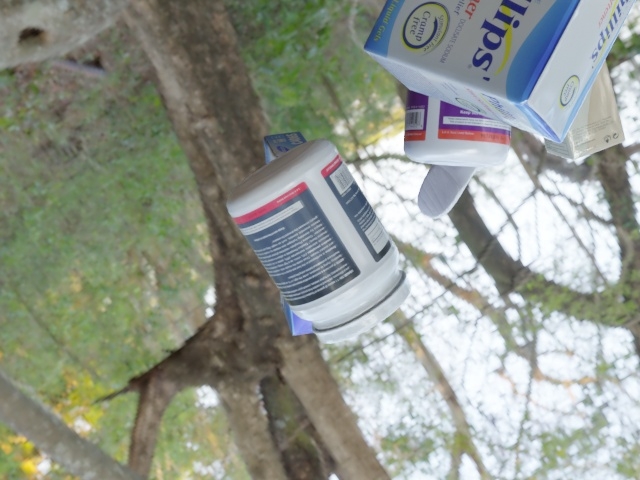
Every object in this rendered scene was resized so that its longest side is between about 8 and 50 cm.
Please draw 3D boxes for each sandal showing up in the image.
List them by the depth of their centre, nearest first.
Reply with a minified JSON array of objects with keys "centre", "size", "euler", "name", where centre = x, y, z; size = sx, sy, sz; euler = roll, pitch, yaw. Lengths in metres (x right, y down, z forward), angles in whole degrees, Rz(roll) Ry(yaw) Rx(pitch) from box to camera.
[{"centre":[0.277,-0.163,1.909],"size":[0.265,0.102,0.076],"euler":[-57,162,8],"name":"sandal"}]

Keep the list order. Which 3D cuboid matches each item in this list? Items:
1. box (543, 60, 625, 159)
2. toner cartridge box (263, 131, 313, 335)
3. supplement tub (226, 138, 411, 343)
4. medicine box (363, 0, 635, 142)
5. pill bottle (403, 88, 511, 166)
[{"centre":[0.492,-0.332,1.955],"size":[0.121,0.311,0.148],"euler":[-20,-164,-5],"name":"box"},{"centre":[-0.045,-0.014,1.822],"size":[0.075,0.347,0.165],"euler":[-8,-160,-9],"name":"toner cartridge box"},{"centre":[0.000,0.000,1.489],"size":[0.191,0.272,0.191],"euler":[-30,-169,7],"name":"supplement tub"},{"centre":[0.253,-0.316,1.354],"size":[0.289,0.149,0.263],"euler":[28,-89,39],"name":"medicine box"},{"centre":[0.239,-0.290,1.656],"size":[0.182,0.322,0.181],"euler":[4,-178,0],"name":"pill bottle"}]
